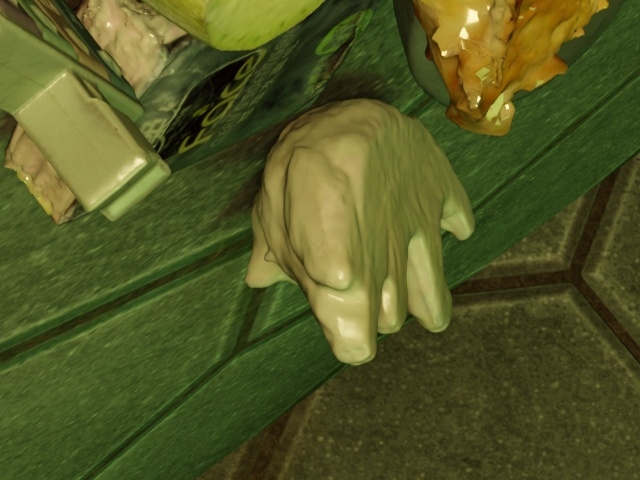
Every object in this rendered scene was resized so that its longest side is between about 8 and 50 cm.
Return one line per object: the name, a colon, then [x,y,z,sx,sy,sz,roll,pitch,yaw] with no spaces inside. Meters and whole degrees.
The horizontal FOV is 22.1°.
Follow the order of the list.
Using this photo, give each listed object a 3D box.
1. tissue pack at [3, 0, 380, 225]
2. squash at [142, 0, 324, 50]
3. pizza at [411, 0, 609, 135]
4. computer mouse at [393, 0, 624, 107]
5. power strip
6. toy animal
tissue pack: [-0.065,-0.115,0.994,0.235,0.073,0.173,-30,165,-45]
squash: [-0.042,-0.172,0.746,0.170,0.123,0.170,-37,163,-13]
pizza: [0.117,-0.244,0.724,0.440,0.130,0.406,2,118,-56]
computer mouse: [0.136,-0.250,0.942,0.188,0.122,0.371,-11,136,-45]
power strip: [-0.134,-0.073,0.755,0.061,0.145,0.215,-41,168,5]
toy animal: [0.000,0.000,1.384,0.266,0.188,0.308,72,26,-45]
